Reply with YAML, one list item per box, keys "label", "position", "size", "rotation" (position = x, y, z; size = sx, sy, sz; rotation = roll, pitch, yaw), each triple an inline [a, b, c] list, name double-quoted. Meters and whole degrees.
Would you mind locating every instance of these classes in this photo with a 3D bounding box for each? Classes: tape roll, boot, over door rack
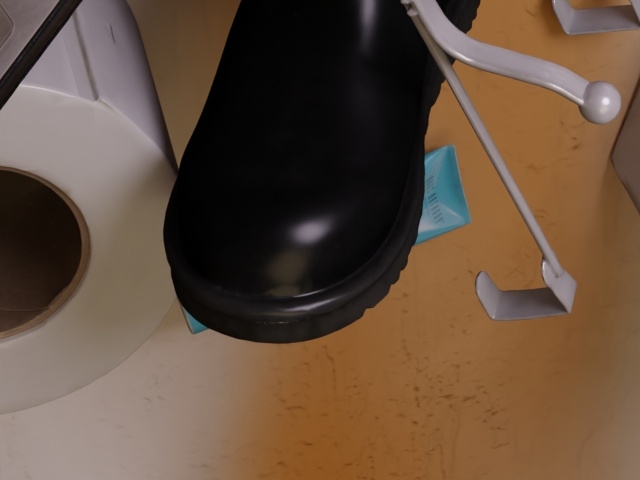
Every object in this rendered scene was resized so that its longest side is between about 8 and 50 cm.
- label: "tape roll"
  position: [-0.207, -0.041, 1.145]
  size: [0.246, 0.169, 0.246]
  rotation: [-9, 132, -10]
- label: "boot"
  position: [-0.008, -0.148, 1.026]
  size: [0.131, 0.348, 0.260]
  rotation: [6, 139, 14]
- label: "over door rack"
  position: [0.137, -0.137, 1.083]
  size: [0.108, 0.239, 0.324]
  rotation: [7, 148, 20]

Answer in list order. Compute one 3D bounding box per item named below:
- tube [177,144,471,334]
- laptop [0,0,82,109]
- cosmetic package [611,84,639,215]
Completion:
- label: "tube"
  position: [0.000, 0.000, 1.333]
  size: [0.207, 0.052, 0.080]
  rotation: [-23, 144, -5]
- label: "laptop"
  position: [-0.324, -0.205, 0.905]
  size: [0.382, 0.408, 0.236]
  rotation: [-49, 154, 26]
- label: "cosmetic package"
  position: [0.451, -0.035, 1.315]
  size: [0.453, 0.230, 0.161]
  rotation: [1, 130, -17]
